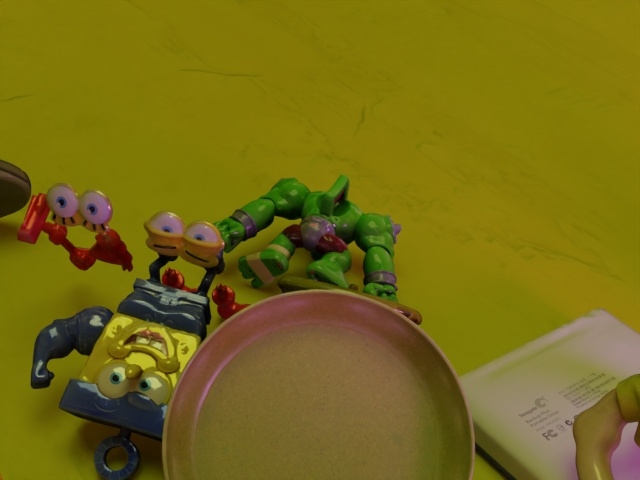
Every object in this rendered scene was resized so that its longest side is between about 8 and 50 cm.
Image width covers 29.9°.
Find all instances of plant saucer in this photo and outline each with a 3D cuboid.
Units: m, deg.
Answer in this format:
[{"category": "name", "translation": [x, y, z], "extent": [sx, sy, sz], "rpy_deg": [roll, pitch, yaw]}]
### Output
[{"category": "plant saucer", "translation": [-0.002, 0.159, 0.934], "extent": [0.241, 0.037, 0.240], "rpy_deg": [1, 79, -5]}]

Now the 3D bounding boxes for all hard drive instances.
[{"category": "hard drive", "translation": [0.282, 0.189, 1.014], "extent": [0.210, 0.040, 0.319], "rpy_deg": [-21, 43, -30]}]

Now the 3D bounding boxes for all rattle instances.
[{"category": "rattle", "translation": [0.287, 0.209, 0.926], "extent": [0.130, 0.143, 0.199], "rpy_deg": [-32, 56, 6]}]

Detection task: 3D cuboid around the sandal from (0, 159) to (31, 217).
[{"category": "sandal", "translation": [-0.431, -0.004, 1.181], "extent": [0.303, 0.120, 0.086], "rpy_deg": [-18, 69, -25]}]

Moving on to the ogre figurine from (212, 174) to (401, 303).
[{"category": "ogre figurine", "translation": [0.000, 0.000, 1.206], "extent": [0.197, 0.096, 0.118], "rpy_deg": [9, 47, 27]}]

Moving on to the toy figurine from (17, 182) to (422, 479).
[{"category": "toy figurine", "translation": [-0.116, 0.118, 1.043], "extent": [0.363, 0.191, 0.217], "rpy_deg": [17, 68, 6]}]

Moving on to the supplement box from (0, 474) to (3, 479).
[{"category": "supplement box", "translation": [-0.223, 0.316, 0.664], "extent": [0.194, 0.195, 0.356], "rpy_deg": [-15, 39, -24]}]
